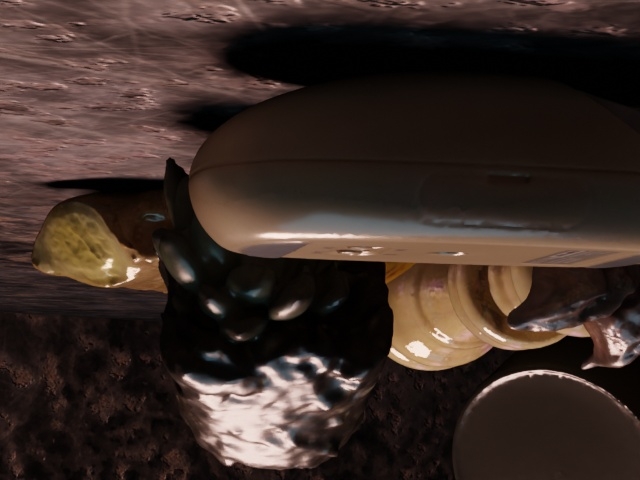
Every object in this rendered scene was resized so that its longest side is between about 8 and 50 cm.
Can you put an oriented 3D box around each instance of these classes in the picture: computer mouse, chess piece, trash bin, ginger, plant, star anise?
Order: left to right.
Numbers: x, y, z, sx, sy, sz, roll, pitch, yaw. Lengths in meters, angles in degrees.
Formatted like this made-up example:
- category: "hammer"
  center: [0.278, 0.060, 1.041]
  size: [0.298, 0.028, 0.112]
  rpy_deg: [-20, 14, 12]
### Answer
- category: "ginger"
  center: [-0.100, 0.003, 1.329]
  size: [0.137, 0.074, 0.213]
  rpy_deg: [-3, 178, 43]
- category: "plant"
  center: [-0.025, 0.035, 1.023]
  size: [0.129, 0.132, 0.194]
  rpy_deg: [-5, 139, -3]
- category: "computer mouse"
  center: [0.059, -0.031, 0.835]
  size: [0.237, 0.082, 0.145]
  rpy_deg: [1, 174, -9]
- category: "chess piece"
  center: [0.139, 0.025, 1.290]
  size: [0.117, 0.117, 0.397]
  rpy_deg: [3, 173, -16]
- category: "trash bin"
  center: [0.255, 0.125, 1.476]
  size: [0.214, 0.214, 0.334]
  rpy_deg: [-2, -162, 33]
- category: "star anise"
  center: [0.241, 0.010, 0.967]
  size: [0.227, 0.148, 0.218]
  rpy_deg: [11, -137, 35]

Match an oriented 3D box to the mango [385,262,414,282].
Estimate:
- category: "mango"
  center: [-0.004, 0.002, 1.152]
  size: [0.165, 0.089, 0.115]
  rpy_deg: [-6, -168, 27]
